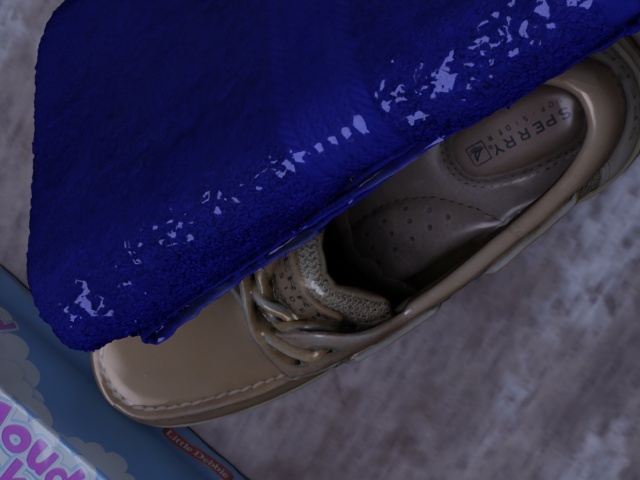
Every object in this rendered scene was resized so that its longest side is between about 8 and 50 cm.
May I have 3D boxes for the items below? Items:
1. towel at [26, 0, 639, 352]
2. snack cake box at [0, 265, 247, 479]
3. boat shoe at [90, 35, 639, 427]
[{"bbox_3d":[-0.001,-0.097,0.668,0.308,0.227,0.076,-31,133,26],"label":"towel"},{"bbox_3d":[-0.190,0.120,0.853,0.264,0.089,0.152,40,117,6],"label":"snack cake box"},{"bbox_3d":[0.000,0.000,0.729,0.341,0.110,0.121,-35,92,26],"label":"boat shoe"}]
